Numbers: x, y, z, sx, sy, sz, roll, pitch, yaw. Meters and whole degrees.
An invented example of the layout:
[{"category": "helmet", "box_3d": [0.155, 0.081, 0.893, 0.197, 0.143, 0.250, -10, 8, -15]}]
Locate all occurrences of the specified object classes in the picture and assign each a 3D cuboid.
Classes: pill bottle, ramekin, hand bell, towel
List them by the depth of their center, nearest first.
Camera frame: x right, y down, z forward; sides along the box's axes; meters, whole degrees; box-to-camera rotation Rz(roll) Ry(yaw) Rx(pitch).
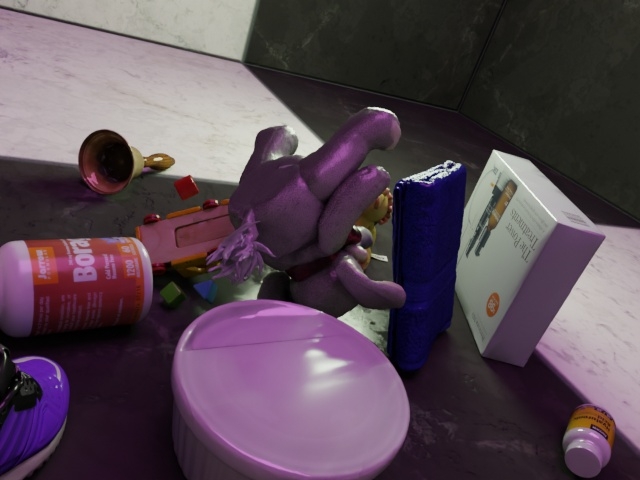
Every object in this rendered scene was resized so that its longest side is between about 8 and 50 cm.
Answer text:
[{"category": "ramekin", "box_3d": [-0.044, 0.196, 0.633, 0.273, 0.127, 0.273, 16, 27, -8]}, {"category": "pill bottle", "box_3d": [-0.338, 0.058, 0.704, 0.216, 0.121, 0.121, -3, 34, -38]}, {"category": "pill bottle", "box_3d": [0.396, 0.297, 0.814, 0.065, 0.065, 0.116, 31, 28, 22]}, {"category": "towel", "box_3d": [0.172, 0.032, 0.910, 0.076, 0.308, 0.227, 10, 18, 25]}, {"category": "hand bell", "box_3d": [-0.381, -0.166, 1.169, 0.126, 0.126, 0.242, 25, 13, 11]}]

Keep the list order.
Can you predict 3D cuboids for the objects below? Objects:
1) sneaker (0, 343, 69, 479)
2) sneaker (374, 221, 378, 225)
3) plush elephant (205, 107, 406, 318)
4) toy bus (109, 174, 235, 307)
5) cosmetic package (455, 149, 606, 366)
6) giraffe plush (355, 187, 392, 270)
[{"category": "sneaker", "box_3d": [-0.296, 0.147, 0.489, 0.102, 0.146, 0.293, 20, 10, -4]}, {"category": "sneaker", "box_3d": [0.002, -0.106, 1.270, 0.314, 0.116, 0.136, 7, 27, -23]}, {"category": "plush elephant", "box_3d": [0.000, 0.000, 0.816, 0.272, 0.255, 0.330, -4, 44, 39]}, {"category": "toy bus", "box_3d": [-0.213, 0.011, 0.901, 0.202, 0.191, 0.104, 30, -16, 19]}, {"category": "cosmetic package", "box_3d": [0.371, 0.016, 1.094, 0.097, 0.284, 0.377, 14, 26, -7]}, {"category": "giraffe plush", "box_3d": [0.076, -0.046, 1.137, 0.210, 0.170, 0.181, 5, 29, -28]}]
